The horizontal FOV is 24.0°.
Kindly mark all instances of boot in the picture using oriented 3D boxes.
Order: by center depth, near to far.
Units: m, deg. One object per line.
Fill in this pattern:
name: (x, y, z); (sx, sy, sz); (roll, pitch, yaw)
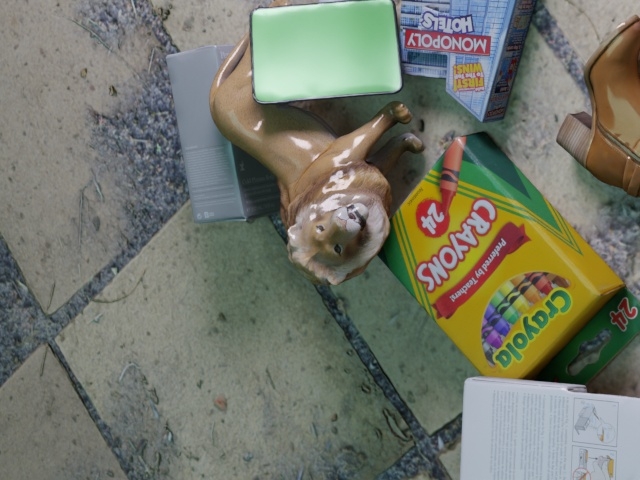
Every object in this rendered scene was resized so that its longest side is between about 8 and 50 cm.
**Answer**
boot: (0.371, -0.147, 1.737); (0.152, 0.073, 0.197); (38, 131, 26)

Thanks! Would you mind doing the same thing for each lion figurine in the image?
lion figurine: (-0.031, -0.126, 1.927); (0.240, 0.142, 0.392); (-42, 62, -10)

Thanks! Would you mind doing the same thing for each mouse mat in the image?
mouse mat: (0.006, -0.240, 1.899); (0.190, 0.007, 0.152); (-5, 60, 3)

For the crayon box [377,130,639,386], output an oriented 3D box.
crayon box: (0.231, 0.047, 1.868); (0.318, 0.081, 0.202); (49, 122, 18)

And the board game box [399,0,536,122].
board game box: (0.175, -0.248, 1.866); (0.194, 0.060, 0.194); (10, 103, 35)

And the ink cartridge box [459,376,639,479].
ink cartridge box: (0.287, 0.317, 1.761); (0.261, 0.066, 0.296); (3, 90, 34)

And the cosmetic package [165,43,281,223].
cosmetic package: (-0.120, -0.149, 2.061); (0.107, 0.127, 0.238); (-3, 99, 38)

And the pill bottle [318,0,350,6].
pill bottle: (0.024, -0.362, 1.952); (0.065, 0.065, 0.116); (12, 106, 34)
